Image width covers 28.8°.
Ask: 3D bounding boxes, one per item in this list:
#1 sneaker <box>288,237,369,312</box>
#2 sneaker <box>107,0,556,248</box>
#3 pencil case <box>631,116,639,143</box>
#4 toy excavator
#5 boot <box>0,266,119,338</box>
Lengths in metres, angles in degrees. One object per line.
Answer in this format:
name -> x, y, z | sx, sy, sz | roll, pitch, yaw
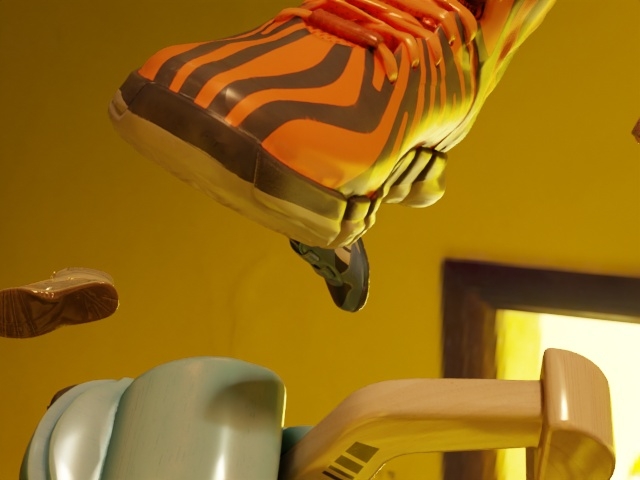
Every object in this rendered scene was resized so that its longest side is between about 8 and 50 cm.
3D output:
sneaker -> 0.000, 0.000, 1.013 | 0.059, 0.053, 0.144 | -27, -60, -21
sneaker -> 0.024, -0.107, 0.577 | 0.180, 0.125, 0.321 | -60, -10, 16
pencil case -> 0.458, -0.221, 1.215 | 0.160, 0.167, 0.386 | 15, -74, -45
toy excavator -> -0.026, 0.205, 1.090 | 0.433, 0.445, 0.222 | 20, -132, -14
boot -> -0.415, 0.089, 1.888 | 0.213, 0.165, 0.077 | -8, -80, -10
